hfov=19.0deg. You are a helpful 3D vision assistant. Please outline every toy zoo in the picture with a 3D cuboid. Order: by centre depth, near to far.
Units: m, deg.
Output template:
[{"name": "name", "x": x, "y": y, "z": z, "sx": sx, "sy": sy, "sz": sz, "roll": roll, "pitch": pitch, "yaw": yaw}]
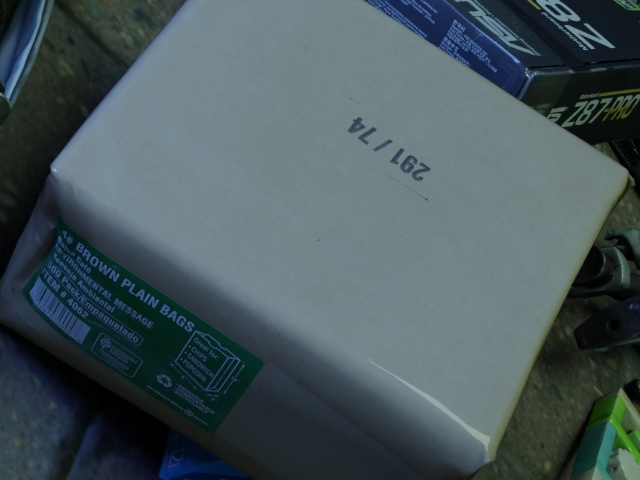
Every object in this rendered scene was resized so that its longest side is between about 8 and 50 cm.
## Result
[{"name": "toy zoo", "x": 0.278, "y": 0.269, "z": 1.642, "sx": 0.192, "sy": 0.030, "sz": 0.293, "roll": 55, "pitch": 25, "yaw": -10}]

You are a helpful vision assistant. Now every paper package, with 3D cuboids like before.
[{"name": "paper package", "x": 0.000, "y": 0.000, "z": 1.269, "sx": 0.325, "sy": 0.168, "sz": 0.309, "roll": 33, "pitch": 46, "yaw": 0}]

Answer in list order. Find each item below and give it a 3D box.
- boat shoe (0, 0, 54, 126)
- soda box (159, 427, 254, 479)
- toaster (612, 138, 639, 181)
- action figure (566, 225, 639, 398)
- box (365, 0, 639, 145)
[{"name": "boat shoe", "x": -0.252, "y": -0.091, "z": 1.172, "sx": 0.121, "sy": 0.119, "sz": 0.335, "roll": 41, "pitch": 40, "yaw": -28}, {"name": "soda box", "x": -0.049, "y": 0.094, "z": 1.346, "sx": 0.071, "sy": 0.067, "sz": 0.210, "roll": 49, "pitch": 36, "yaw": -35}, {"name": "toaster", "x": 0.361, "y": -0.164, "z": 1.994, "sx": 0.227, "sy": 0.129, "sz": 0.146, "roll": 55, "pitch": 32, "yaw": -7}, {"name": "action figure", "x": 0.303, "y": 0.066, "z": 1.799, "sx": 0.285, "sy": 0.099, "sz": 0.185, "roll": 18, "pitch": 47, "yaw": -59}, {"name": "box", "x": 0.092, "y": -0.225, "z": 1.575, "sx": 0.395, "sy": 0.097, "sz": 0.318, "roll": 44, "pitch": 30, "yaw": 24}]
